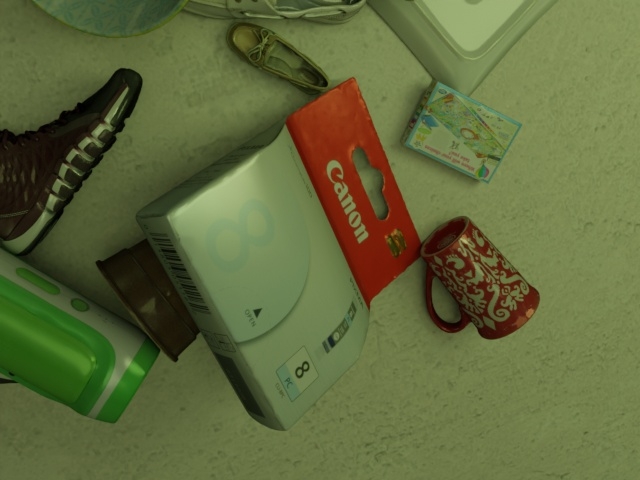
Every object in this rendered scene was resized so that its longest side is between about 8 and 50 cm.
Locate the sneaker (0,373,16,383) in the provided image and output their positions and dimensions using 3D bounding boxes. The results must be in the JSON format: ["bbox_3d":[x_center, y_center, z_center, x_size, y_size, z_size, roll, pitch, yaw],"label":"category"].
[{"bbox_3d":[-0.501,0.165,0.834,0.295,0.104,0.147,19,114,-27],"label":"sneaker"}]

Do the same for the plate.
[{"bbox_3d":[0.213,-0.389,0.925,0.277,0.045,0.278,43,88,-18],"label":"plate"}]

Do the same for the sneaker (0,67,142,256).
[{"bbox_3d":[-0.357,-0.130,0.800,0.162,0.106,0.281,36,92,-15],"label":"sneaker"}]

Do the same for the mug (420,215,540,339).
[{"bbox_3d":[0.227,0.066,0.990,0.150,0.113,0.169,-43,105,-5],"label":"mug"}]

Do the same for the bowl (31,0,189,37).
[{"bbox_3d":[-0.231,-0.396,0.730,0.289,0.156,0.289,9,128,11],"label":"bowl"}]

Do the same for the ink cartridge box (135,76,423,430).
[{"bbox_3d":[0.000,0.000,0.839,0.385,0.091,0.308,-39,116,-30],"label":"ink cartridge box"}]

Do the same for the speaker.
[{"bbox_3d":[-0.353,0.105,0.794,0.296,0.131,0.131,32,92,-9],"label":"speaker"}]

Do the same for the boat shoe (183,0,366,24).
[{"bbox_3d":[-0.072,-0.335,0.831,0.277,0.096,0.098,0,104,-10],"label":"boat shoe"}]

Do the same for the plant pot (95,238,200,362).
[{"bbox_3d":[-0.179,0.044,0.860,0.165,0.167,0.167,-39,108,-12],"label":"plant pot"}]

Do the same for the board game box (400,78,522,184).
[{"bbox_3d":[0.211,-0.161,0.970,0.154,0.026,0.103,22,107,-18],"label":"board game box"}]

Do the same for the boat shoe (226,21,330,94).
[{"bbox_3d":[-0.055,-0.248,0.881,0.153,0.048,0.056,31,92,-18],"label":"boat shoe"}]
